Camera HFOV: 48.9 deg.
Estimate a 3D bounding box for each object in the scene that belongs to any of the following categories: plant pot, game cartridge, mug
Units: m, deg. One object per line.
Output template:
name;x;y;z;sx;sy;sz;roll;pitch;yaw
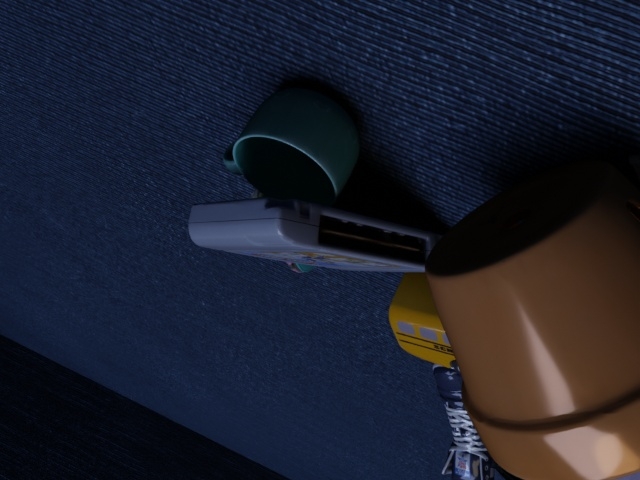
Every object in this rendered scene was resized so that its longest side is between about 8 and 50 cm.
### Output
plant pot;0.237;0.059;0.687;0.203;0.291;0.291;55;146;-11
game cartridge;0.000;0.000;0.868;0.297;0.062;0.198;11;168;-42
mug;-0.033;-0.115;0.806;0.157;0.097;0.129;24;153;10

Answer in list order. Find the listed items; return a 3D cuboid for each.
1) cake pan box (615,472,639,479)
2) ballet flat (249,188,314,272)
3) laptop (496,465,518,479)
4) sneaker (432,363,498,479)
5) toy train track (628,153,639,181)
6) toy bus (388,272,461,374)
cake pan box;0.391;0.281;0.974;0.266;0.070;0.246;19;-178;-10
ballet flat;-0.057;-0.035;1.002;0.079;0.077;0.221;35;159;32
laptop;0.522;0.533;1.495;0.234;0.136;0.264;48;172;-33
sneaker;0.254;0.327;1.234;0.099;0.153;0.282;4;144;37
toy train track;0.318;-0.051;0.687;0.048;0.014;0.083;-3;139;44
toy bus;0.268;0.126;0.934;0.332;0.108;0.130;12;147;29
